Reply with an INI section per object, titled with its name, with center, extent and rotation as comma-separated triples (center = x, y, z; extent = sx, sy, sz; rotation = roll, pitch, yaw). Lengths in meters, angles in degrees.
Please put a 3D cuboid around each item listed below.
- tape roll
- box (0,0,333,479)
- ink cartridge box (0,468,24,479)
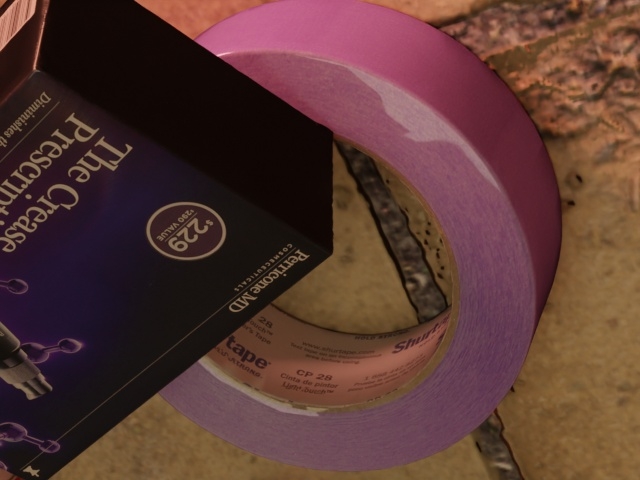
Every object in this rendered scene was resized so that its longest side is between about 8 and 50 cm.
[tape roll]
center = 0.000, 0.000, 0.936
extent = 0.275, 0.090, 0.275
rotation = 8, 120, 14
[box]
center = -0.145, 0.001, 0.841
extent = 0.184, 0.103, 0.261
rotation = 30, 128, -30
[ink cartridge box]
center = -0.279, 0.208, 1.160
extent = 0.127, 0.072, 0.175
rotation = 18, 121, 9
